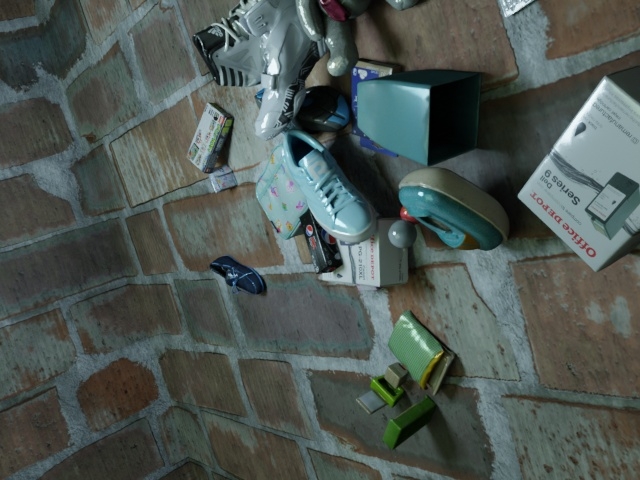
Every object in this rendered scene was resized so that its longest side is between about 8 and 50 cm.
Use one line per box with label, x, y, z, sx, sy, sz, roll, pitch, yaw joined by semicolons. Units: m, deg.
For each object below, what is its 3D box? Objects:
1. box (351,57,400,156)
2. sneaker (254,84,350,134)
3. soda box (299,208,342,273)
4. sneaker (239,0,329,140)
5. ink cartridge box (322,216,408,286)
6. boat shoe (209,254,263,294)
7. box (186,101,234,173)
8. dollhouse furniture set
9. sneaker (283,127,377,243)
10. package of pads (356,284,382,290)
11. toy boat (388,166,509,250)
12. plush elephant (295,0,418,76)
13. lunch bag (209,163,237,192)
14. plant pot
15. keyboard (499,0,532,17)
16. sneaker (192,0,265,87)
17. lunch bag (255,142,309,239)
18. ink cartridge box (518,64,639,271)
box;0.133;-0.319;1.616;0.136;0.037;0.225;26;129;43
sneaker;-0.032;-0.334;1.780;0.341;0.125;0.139;26;149;46
soda box;0.000;0.000;1.757;0.060;0.053;0.168;-38;64;48
sneaker;-0.118;-0.439;1.610;0.365;0.210;0.137;-61;21;7
ink cartridge box;0.111;0.025;1.740;0.237;0.100;0.171;2;95;52
boat shoe;-0.304;0.138;2.380;0.258;0.089;0.109;22;124;45
box;-0.367;-0.337;2.195;0.114;0.036;0.207;42;116;32
dollhouse furniture set;0.211;0.370;1.777;0.197;0.151;0.301;42;137;32
sneaker;0.002;-0.142;1.652;0.366;0.135;0.150;50;179;34
package of pads;0.142;0.117;1.820;0.083;0.050;0.032;-8;103;54
toy boat;0.257;-0.047;1.455;0.268;0.148;0.318;29;172;-18
plush elephant;0.012;-0.575;1.417;0.272;0.255;0.330;-35;68;29
lunch bag;-0.332;-0.212;2.247;0.053;0.071;0.083;-25;86;58
plant pot;0.197;-0.281;1.435;0.234;0.165;0.165;24;126;44
keyboard;0.414;-0.489;1.175;0.256;0.014;0.072;-23;89;54
sneaker;-0.173;-0.558;1.695;0.169;0.258;0.447;52;141;21
lunch bag;-0.084;-0.146;1.925;0.224;0.108;0.279;57;143;14
ink cartridge box;0.513;-0.116;1.150;0.211;0.122;0.289;51;142;24
